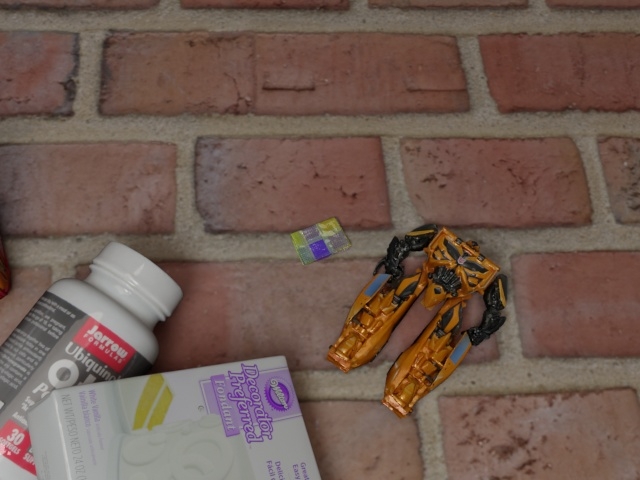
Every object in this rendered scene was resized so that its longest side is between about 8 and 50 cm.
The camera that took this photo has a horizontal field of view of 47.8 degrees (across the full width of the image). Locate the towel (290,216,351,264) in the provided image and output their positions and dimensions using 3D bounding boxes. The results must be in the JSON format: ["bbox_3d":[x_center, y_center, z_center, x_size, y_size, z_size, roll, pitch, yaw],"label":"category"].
[{"bbox_3d":[0.000,0.000,1.139,0.083,0.009,0.060,-20,72,-11],"label":"towel"}]

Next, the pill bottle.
[{"bbox_3d":[-0.329,0.162,0.963,0.176,0.176,0.318,31,70,9],"label":"pill bottle"}]

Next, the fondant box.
[{"bbox_3d":[-0.161,0.282,0.877,0.330,0.096,0.238,0,65,-43],"label":"fondant box"}]

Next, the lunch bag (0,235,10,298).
[{"bbox_3d":[-0.541,-0.049,0.975,0.120,0.293,0.258,-20,71,-6],"label":"lunch bag"}]

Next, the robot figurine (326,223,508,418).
[{"bbox_3d":[0.154,0.104,1.066,0.211,0.085,0.291,37,71,10],"label":"robot figurine"}]
